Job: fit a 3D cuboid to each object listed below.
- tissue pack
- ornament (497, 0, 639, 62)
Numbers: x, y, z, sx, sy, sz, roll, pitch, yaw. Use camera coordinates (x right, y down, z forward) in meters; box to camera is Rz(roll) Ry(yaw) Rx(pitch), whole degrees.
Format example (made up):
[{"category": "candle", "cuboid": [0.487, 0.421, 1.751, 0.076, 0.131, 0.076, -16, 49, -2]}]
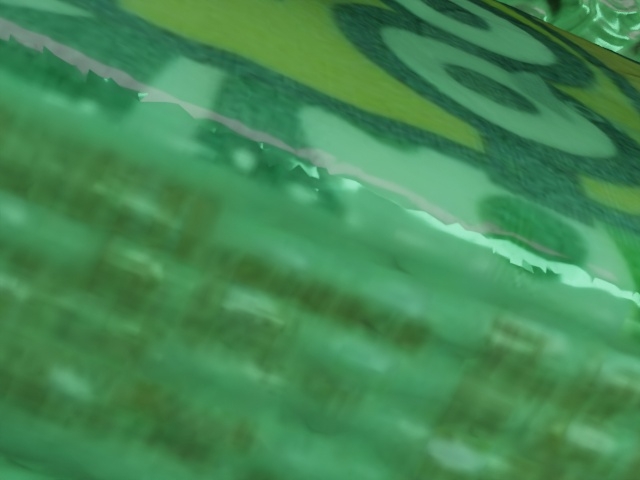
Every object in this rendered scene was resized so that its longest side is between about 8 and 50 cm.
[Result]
[{"category": "tissue pack", "cuboid": [0.000, 0.000, 0.446, 0.310, 0.128, 0.228, 21, 20, -13]}, {"category": "ornament", "cuboid": [0.142, -0.034, 0.695, 0.285, 0.130, 0.120, 32, 28, 28]}]
